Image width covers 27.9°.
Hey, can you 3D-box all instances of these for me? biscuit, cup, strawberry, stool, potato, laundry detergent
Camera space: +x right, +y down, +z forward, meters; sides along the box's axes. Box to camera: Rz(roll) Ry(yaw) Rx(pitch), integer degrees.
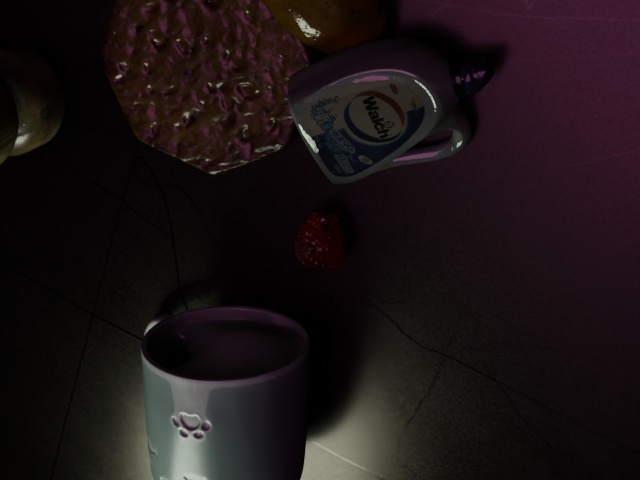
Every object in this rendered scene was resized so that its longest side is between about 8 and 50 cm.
[{"bbox_3d":[-0.172,-0.273,1.945,0.359,0.046,0.359,7,112,18],"label":"biscuit"},{"bbox_3d":[-0.179,0.264,2.059,0.356,0.259,0.275,24,121,46],"label":"cup"},{"bbox_3d":[0.000,0.000,1.962,0.083,0.083,0.096,22,112,12],"label":"strawberry"},{"bbox_3d":[-0.540,-0.193,1.994,0.179,0.264,0.179,7,111,19],"label":"stool"},{"bbox_3d":[-0.020,-0.427,1.775,0.176,0.195,0.369,14,131,58],"label":"potato"},{"bbox_3d":[0.114,-0.189,1.822,0.280,0.105,0.215,-14,132,18],"label":"laundry detergent"}]
